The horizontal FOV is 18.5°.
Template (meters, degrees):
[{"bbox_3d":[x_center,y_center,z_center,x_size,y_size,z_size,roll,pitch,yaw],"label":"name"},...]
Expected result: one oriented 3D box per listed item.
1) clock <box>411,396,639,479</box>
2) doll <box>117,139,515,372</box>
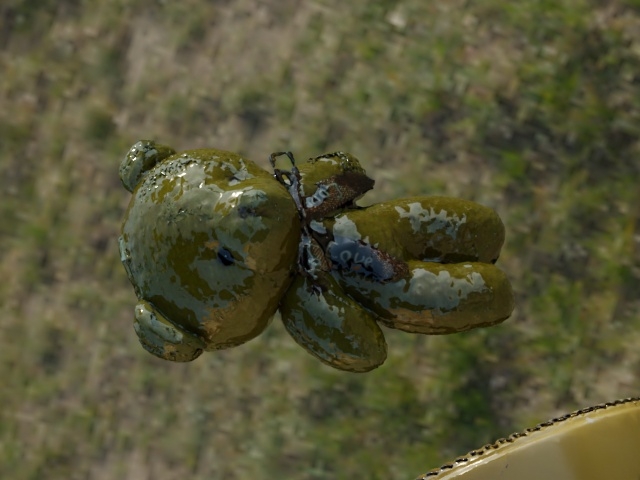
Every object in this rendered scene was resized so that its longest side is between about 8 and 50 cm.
[{"bbox_3d":[0.110,0.221,1.217,0.317,0.244,0.200,-46,66,47],"label":"clock"},{"bbox_3d":[0.000,0.000,1.022,0.097,0.209,0.137,105,161,-59],"label":"doll"}]
